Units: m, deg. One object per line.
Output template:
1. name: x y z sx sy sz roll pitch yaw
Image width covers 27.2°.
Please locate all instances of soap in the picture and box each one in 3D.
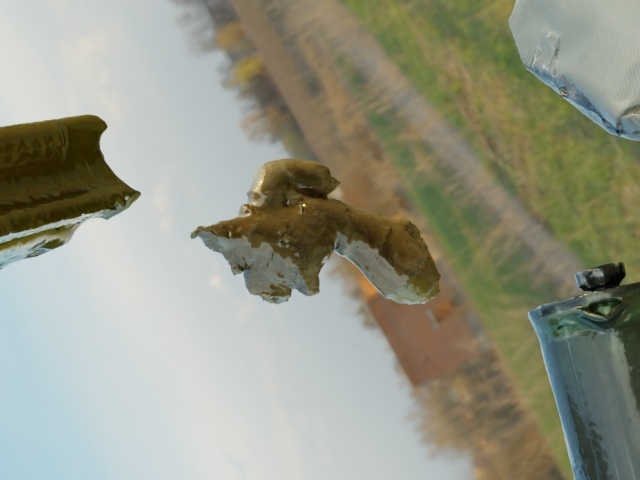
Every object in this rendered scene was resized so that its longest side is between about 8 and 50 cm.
1. soap: -0.290 -0.008 0.938 0.091 0.199 0.315 65 -156 2

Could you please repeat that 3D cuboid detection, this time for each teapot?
1. teapot: 0.365 0.194 1.519 0.270 0.200 0.337 6 -110 -69

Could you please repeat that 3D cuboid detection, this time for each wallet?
1. wallet: 0.328 -0.260 1.375 0.068 0.274 0.335 9 -152 -38

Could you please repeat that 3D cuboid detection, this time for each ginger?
1. ginger: 0.002 0.011 1.170 0.214 0.133 0.059 34 160 -7
